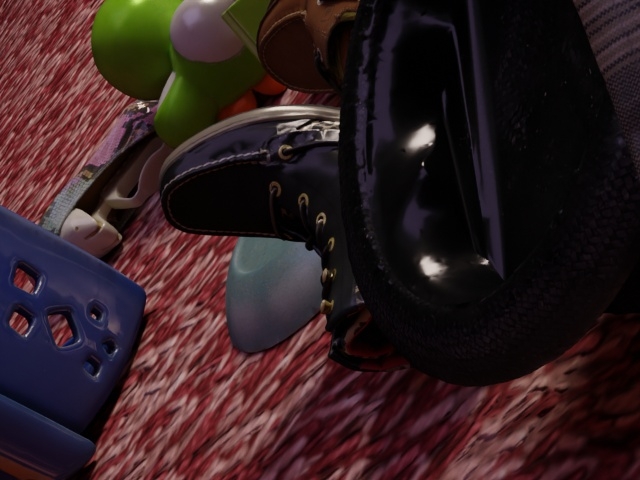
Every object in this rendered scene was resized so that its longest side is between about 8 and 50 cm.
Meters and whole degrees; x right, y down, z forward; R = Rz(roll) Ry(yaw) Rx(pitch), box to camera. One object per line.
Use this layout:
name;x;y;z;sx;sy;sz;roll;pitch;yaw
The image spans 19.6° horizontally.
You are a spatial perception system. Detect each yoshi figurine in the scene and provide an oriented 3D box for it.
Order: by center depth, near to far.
yoshi figurine;-0.103;-0.265;1.697;0.203;0.204;0.362;21;90;60

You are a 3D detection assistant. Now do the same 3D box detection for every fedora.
fedora;0.140;-0.081;0.942;0.334;0.153;0.334;-35;48;51

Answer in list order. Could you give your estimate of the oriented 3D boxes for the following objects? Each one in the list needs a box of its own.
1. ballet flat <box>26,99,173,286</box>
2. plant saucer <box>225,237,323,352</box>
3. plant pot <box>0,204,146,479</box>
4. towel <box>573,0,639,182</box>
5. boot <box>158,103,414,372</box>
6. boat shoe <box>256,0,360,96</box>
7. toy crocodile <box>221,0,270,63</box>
ballet flat;-0.202;-0.039;1.778;0.221;0.077;0.079;-54;40;-5
plant saucer;-0.018;-0.007;1.374;0.195;0.037;0.195;-43;24;24
plant pot;-0.311;0.120;1.532;0.236;0.236;0.212;-38;32;35
towel;0.253;-0.076;0.669;0.324;0.056;0.312;-29;65;33
boot;0.001;-0.001;1.151;0.236;0.085;0.178;-7;42;13
boat shoe;0.033;-0.159;1.402;0.307;0.111;0.104;-19;38;56
toy crocodile;0.056;-0.275;1.538;0.340;0.115;0.105;-44;4;18
